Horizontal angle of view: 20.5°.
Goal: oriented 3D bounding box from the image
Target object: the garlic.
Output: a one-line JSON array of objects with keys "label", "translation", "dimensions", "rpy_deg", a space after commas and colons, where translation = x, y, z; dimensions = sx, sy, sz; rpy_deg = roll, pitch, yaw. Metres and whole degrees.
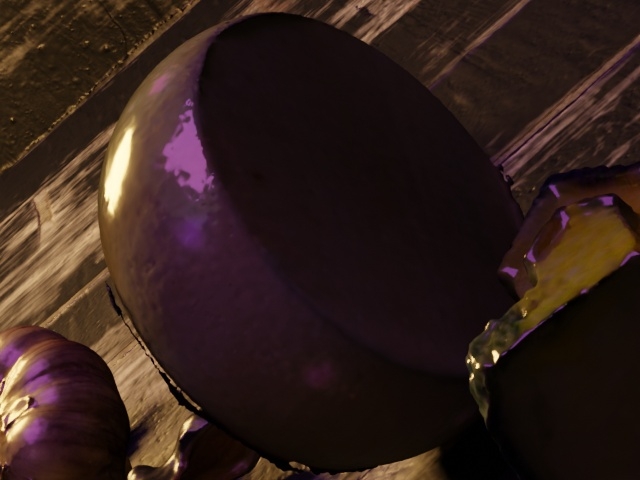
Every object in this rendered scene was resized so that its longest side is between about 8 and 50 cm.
[{"label": "garlic", "translation": [-0.255, 0.203, 1.636], "dimensions": [0.245, 0.160, 0.245], "rpy_deg": [-17, 68, 49]}]

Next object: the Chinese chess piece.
[{"label": "Chinese chess piece", "translation": [0.000, 0.000, 1.305], "dimensions": [0.146, 0.349, 0.349], "rpy_deg": [-41, 16, 35]}]

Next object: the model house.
[{"label": "model house", "translation": [0.179, 0.064, 1.050], "dimensions": [0.170, 0.194, 0.211], "rpy_deg": [-39, 20, 13]}]

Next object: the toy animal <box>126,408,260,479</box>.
[{"label": "toy animal", "translation": [-0.193, 0.270, 1.452], "dimensions": [0.343, 0.106, 0.168], "rpy_deg": [-28, 36, 9]}]
